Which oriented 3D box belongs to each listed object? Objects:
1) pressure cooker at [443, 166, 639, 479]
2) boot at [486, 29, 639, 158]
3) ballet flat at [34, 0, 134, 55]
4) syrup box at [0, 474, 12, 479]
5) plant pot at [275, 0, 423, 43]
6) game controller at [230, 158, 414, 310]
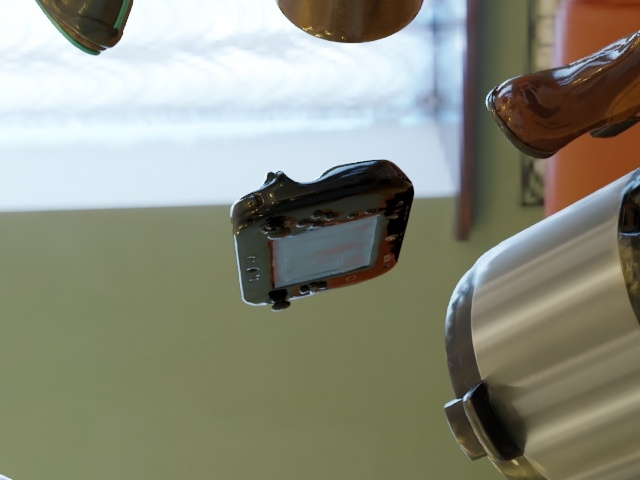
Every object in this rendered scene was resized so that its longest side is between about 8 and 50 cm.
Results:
[{"bbox_3d":[0.361,0.127,1.850,0.420,0.370,0.375,-31,43,42],"label":"pressure cooker"},{"bbox_3d":[0.330,-0.195,1.542,0.280,0.264,0.096,-42,61,40],"label":"boot"},{"bbox_3d":[-0.282,-0.295,1.530,0.096,0.280,0.095,-55,-22,14],"label":"ballet flat"},{"bbox_3d":[-0.330,0.206,1.181,0.096,0.237,0.093,-60,17,5],"label":"syrup box"},{"bbox_3d":[0.043,-0.420,2.040,0.230,0.215,0.215,93,174,-55],"label":"plant pot"},{"bbox_3d":[0.000,0.000,1.455,0.319,0.166,0.067,94,171,-74],"label":"game controller"}]
